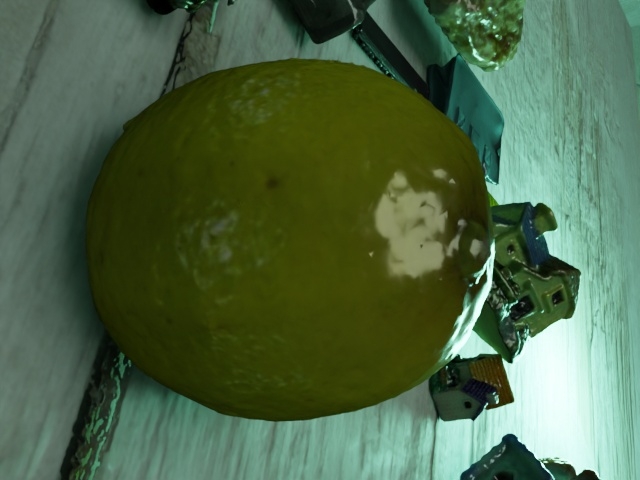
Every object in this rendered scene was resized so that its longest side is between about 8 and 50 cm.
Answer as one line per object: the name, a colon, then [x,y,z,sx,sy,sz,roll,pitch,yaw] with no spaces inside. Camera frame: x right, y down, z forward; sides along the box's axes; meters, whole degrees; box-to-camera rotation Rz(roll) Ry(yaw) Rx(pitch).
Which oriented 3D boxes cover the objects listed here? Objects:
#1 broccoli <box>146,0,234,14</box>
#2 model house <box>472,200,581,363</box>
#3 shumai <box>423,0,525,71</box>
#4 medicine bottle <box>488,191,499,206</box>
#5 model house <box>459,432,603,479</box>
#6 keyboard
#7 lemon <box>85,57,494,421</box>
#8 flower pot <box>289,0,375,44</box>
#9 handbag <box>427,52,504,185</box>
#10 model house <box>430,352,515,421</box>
broccoli: [-0.134,-0.381,0.802,0.165,0.145,0.304,53,28,-36]
model house: [0.307,0.045,1.149,0.214,0.189,0.195,63,-8,-20]
shumai: [0.322,-0.470,1.295,0.267,0.262,0.314,58,26,1]
medicine bottle: [0.234,-0.083,1.249,0.309,0.076,0.111,40,46,-41]
model house: [0.354,0.413,1.061,0.329,0.294,0.252,-53,126,-45]
keyboard: [0.120,-0.297,1.211,0.231,0.023,0.072,37,44,-43]
lemon: [0.000,0.000,0.665,0.364,0.364,0.365,23,61,-49]
flower pot: [0.027,-0.377,1.033,0.108,0.103,0.229,58,39,-27]
handbag: [0.273,-0.216,1.368,0.229,0.062,0.179,39,52,-42]
model house: [0.237,0.225,1.129,0.100,0.100,0.088,-21,97,-55]
